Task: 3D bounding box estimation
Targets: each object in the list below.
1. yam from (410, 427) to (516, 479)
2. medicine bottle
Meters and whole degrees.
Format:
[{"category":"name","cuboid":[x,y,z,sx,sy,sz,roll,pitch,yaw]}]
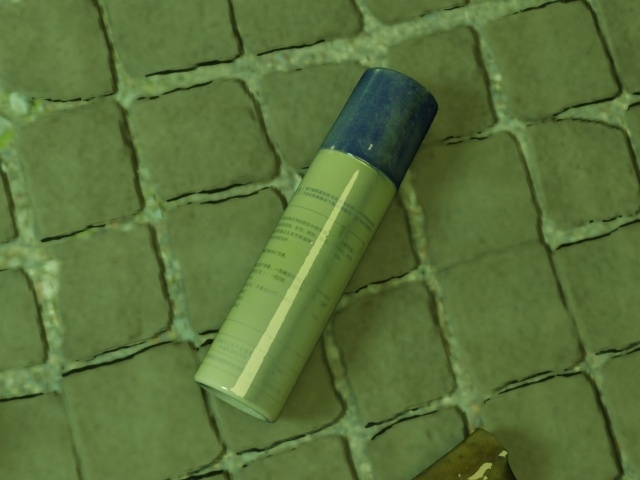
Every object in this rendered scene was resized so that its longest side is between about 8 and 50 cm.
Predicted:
[{"category":"yam","cuboid":[-0.015,0.228,0.695,0.327,0.045,0.045,-36,64,-13]},{"category":"medicine bottle","cuboid":[0.000,0.000,0.734,0.059,0.059,0.231,29,76,-2]}]
